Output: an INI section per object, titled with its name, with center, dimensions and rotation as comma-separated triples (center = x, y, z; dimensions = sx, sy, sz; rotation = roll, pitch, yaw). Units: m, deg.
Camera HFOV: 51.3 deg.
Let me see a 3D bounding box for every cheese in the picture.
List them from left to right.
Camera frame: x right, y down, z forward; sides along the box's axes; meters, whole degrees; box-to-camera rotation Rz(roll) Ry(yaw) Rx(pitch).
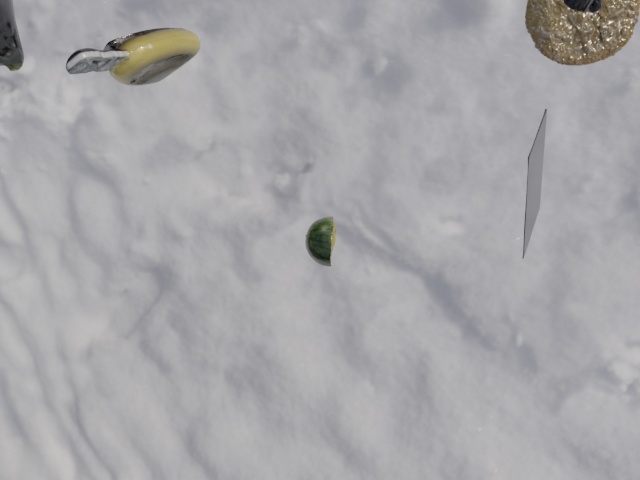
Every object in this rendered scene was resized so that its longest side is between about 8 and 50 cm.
[cheese]
center = -0.189, -0.182, 0.662
dimensions = 0.086, 0.162, 0.036
rotation = -23, 96, 26

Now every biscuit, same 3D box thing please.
[biscuit]
center = 0.503, -0.443, 1.285
dimensions = 0.220, 0.033, 0.219
rotation = 0, 98, 3

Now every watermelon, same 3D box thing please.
[watermelon]
center = 0.000, 0.000, 1.359
dimensions = 0.062, 0.105, 0.105
rotation = 5, 104, 0

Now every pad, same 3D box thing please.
[pad]
center = 0.502, -0.130, 1.563
dimensions = 0.005, 0.202, 0.299
rotation = 11, 137, 24

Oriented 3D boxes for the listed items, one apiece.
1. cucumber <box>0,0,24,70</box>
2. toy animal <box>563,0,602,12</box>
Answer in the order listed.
[cucumber]
center = -0.266, -0.205, 0.262
dimensions = 0.096, 0.359, 0.096
rotation = -36, 31, 25
[toy animal]
center = 0.397, -0.399, 0.932
dimensions = 0.121, 0.210, 0.117
rotation = 39, 82, -1
